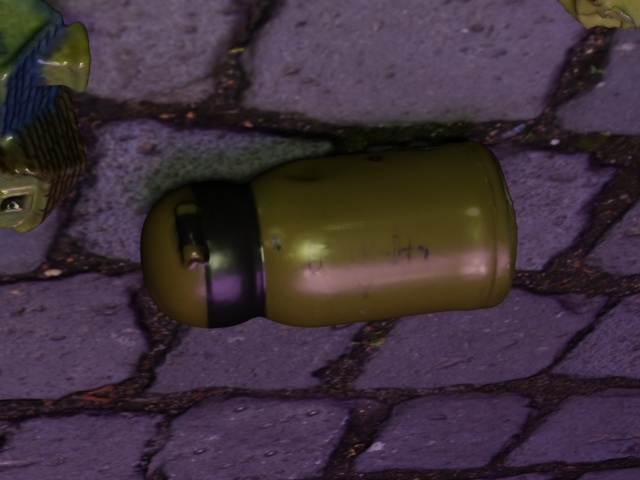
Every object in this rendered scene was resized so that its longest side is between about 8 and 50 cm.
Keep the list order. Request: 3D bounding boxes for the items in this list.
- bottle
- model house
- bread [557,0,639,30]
[{"bbox_3d":[0.000,0.000,1.135,0.351,0.172,0.171,-6,146,-10],"label":"bottle"},{"bbox_3d":[-0.268,-0.095,0.874,0.189,0.195,0.214,-10,150,-23],"label":"model house"},{"bbox_3d":[0.248,-0.288,0.739,0.263,0.198,0.236,-22,144,-26],"label":"bread"}]
